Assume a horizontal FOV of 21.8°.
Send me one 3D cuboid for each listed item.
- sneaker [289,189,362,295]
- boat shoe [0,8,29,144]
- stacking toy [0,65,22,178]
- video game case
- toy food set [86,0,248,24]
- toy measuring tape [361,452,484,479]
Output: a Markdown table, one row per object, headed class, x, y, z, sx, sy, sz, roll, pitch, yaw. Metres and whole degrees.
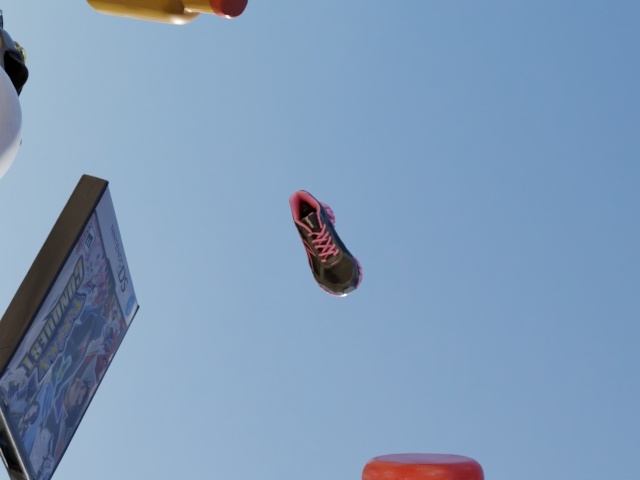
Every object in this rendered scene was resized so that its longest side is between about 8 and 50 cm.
| class | x | y | z | sx | sy | sz | roll | pitch | yaw |
| --- | --- | --- | --- | --- | --- | --- | --- | --- | --- |
| sneaker | 0.000 | 0.000 | 1.566 | 0.047 | 0.057 | 0.119 | -29 | -125 | 1 |
| boat shoe | -0.315 | -0.155 | 1.595 | 0.228 | 0.068 | 0.081 | -97 | -176 | -49 |
| stacking toy | -0.375 | -0.124 | 1.198 | 0.480 | 0.350 | 0.351 | 13 | -98 | 42 |
| video game case | -0.280 | 0.108 | 1.795 | 0.248 | 0.035 | 0.275 | 86 | 24 | -54 |
| toy food set | -0.026 | -0.198 | 0.982 | 0.104 | 0.232 | 0.111 | 15 | -64 | 37 |
| toy measuring tape | 0.097 | 0.174 | 0.871 | 0.330 | 0.121 | 0.121 | -1 | -111 | 48 |
